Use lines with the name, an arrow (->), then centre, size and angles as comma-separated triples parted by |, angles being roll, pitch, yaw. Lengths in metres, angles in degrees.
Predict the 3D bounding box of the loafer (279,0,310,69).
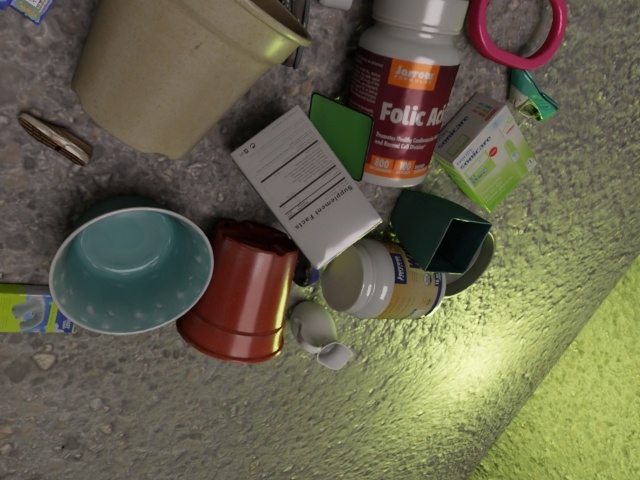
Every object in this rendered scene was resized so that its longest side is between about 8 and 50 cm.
loafer -> -0.061, -0.475, 0.928 | 0.084, 0.096, 0.268 | 5, 114, -12

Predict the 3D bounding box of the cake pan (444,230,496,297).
cake pan -> 0.475, 0.068, 1.664 | 0.293, 0.054, 0.293 | -17, 129, -21

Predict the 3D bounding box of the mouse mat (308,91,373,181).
mouse mat -> 0.037, -0.234, 1.086 | 0.007, 0.189, 0.153 | -21, 134, -40

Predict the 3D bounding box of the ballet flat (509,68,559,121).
ballet flat -> 0.594, -0.409, 1.377 | 0.247, 0.083, 0.087 | 22, 123, -38

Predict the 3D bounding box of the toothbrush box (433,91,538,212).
toothbrush box -> 0.471, -0.246, 1.388 | 0.206, 0.122, 0.283 | -47, 132, 6

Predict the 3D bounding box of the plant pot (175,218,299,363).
plant pot -> -0.183, 0.106, 1.161 | 0.272, 0.272, 0.265 | 6, 110, -35

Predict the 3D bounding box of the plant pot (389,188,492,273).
plant pot -> 0.314, -0.041, 1.361 | 0.165, 0.234, 0.166 | 5, 119, -35

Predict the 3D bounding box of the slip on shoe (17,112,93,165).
slip on shoe -> -0.486, -0.193, 0.891 | 0.135, 0.051, 0.041 | 38, 58, -35

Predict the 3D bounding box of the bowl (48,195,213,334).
bowl -> -0.401, 0.029, 1.019 | 0.311, 0.163, 0.312 | -17, 130, -22

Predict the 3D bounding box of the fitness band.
fitness band -> 0.494, -0.543, 1.197 | 0.290, 0.054, 0.209 | 5, 107, -27

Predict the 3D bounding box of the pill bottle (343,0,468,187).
pill bottle -> 0.177, -0.337, 1.067 | 0.223, 0.224, 0.393 | -8, 126, -27

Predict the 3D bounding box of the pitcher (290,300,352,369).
pitcher -> -0.025, 0.262, 1.391 | 0.177, 0.207, 0.125 | 31, 103, -42

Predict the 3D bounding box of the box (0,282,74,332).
box -> -0.613, 0.151, 1.061 | 0.178, 0.042, 0.109 | 7, 118, -34

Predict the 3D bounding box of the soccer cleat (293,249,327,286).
soccer cleat -> -0.001, 0.000, 1.296 | 0.121, 0.093, 0.289 | -30, 150, -54

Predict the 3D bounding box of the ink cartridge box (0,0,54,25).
ink cartridge box -> -0.501, -0.470, 0.667 | 0.186, 0.065, 0.311 | -50, 135, 9

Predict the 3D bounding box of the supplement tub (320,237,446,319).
supplement tub -> 0.182, 0.115, 1.397 | 0.316, 0.228, 0.228 | 7, 118, -35

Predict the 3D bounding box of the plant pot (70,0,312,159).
plant pot -> -0.237, -0.317, 0.792 | 0.333, 0.334, 0.305 | 24, 119, -41

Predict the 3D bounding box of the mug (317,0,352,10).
mug -> 0.024, -0.506, 0.975 | 0.064, 0.078, 0.062 | -7, 159, -17

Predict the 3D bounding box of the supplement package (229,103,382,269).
supplement package -> -0.033, -0.108, 1.043 | 0.175, 0.177, 0.293 | -37, 95, -3
